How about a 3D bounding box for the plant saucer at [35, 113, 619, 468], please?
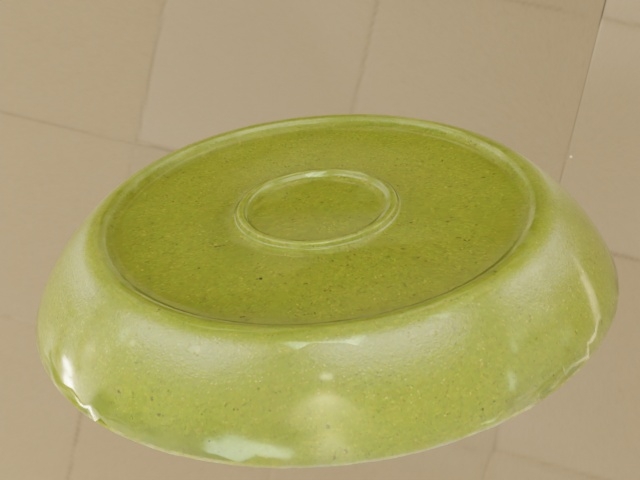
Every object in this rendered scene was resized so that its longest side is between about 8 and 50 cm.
[{"bbox_3d":[0.000,0.000,0.459,0.240,0.241,0.037,2,121,13],"label":"plant saucer"}]
